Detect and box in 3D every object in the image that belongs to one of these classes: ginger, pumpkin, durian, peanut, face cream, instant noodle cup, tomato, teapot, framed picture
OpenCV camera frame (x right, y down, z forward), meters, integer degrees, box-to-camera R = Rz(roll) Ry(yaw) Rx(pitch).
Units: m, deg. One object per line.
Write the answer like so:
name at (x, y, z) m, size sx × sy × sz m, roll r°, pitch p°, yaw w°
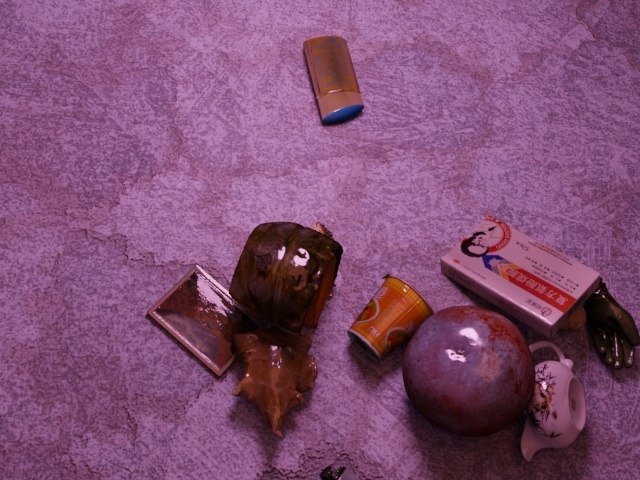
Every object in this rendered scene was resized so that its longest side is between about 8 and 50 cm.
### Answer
ginger at (-0.106, 0.336, 1.659) m, size 0.219 × 0.123 × 0.270 m, roll -3°, pitch 70°, yaw -16°
pumpkin at (-0.076, 0.084, 1.700) m, size 0.226 × 0.303 × 0.256 m, roll 19°, pitch 87°, yaw 5°
durian at (0.002, 0.005, 1.881) m, size 0.066 × 0.052 × 0.130 m, roll -9°, pitch 58°, yaw 28°
peanut at (0.612, 0.168, 1.877) m, size 0.229 × 0.098 × 0.103 m, roll 34°, pitch 62°, yaw 8°
face cream at (0.041, -0.486, 2.083) m, size 0.139 × 0.067 × 0.285 m, roll -8°, pitch 67°, yaw -13°
instant noodle cup at (0.168, 0.205, 1.757) m, size 0.168 × 0.168 × 0.185 m, roll 43°, pitch 73°, yaw 10°
tomato at (0.353, 0.311, 1.662) m, size 0.317 × 0.282 × 0.316 m, roll -11°, pitch 58°, yaw 17°
teapot at (0.575, 0.394, 1.739) m, size 0.208 × 0.166 × 0.299 m, roll 31°, pitch 46°, yaw -32°
framed picture at (-0.286, 0.198, 1.746) m, size 0.250 × 0.016 × 0.184 m, roll 40°, pitch 65°, yaw 9°

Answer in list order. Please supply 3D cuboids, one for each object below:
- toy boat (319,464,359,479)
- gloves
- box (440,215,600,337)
toy boat at (0.102, 0.662, 1.572) m, size 0.319 × 0.092 × 0.141 m, roll 46°, pitch 66°, yaw 3°
gloves at (0.779, 0.219, 1.875) m, size 0.107 × 0.135 × 0.268 m, roll -10°, pitch 78°, yaw -42°
box at (0.523, 0.086, 1.838) m, size 0.214 × 0.069 × 0.353 m, roll -39°, pitch 50°, yaw -23°
